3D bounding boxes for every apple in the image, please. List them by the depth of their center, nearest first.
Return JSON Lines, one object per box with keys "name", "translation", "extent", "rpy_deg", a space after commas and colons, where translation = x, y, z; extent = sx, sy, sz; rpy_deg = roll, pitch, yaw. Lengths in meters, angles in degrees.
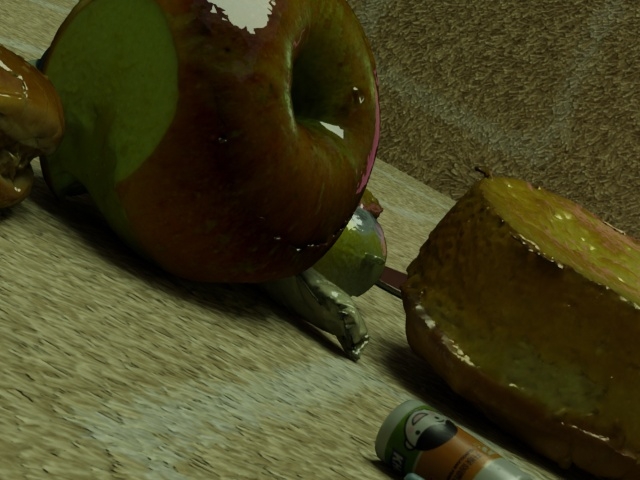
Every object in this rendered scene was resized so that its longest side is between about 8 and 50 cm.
{"name": "apple", "translation": [-0.132, -0.128, 1.656], "extent": [0.374, 0.384, 0.374], "rpy_deg": [14, -33, 9]}

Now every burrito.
{"name": "burrito", "translation": [-0.024, 0.052, 1.697], "extent": [0.063, 0.058, 0.229], "rpy_deg": [16, 15, -43]}

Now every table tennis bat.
{"name": "table tennis bat", "translation": [0.159, 0.082, 2.222], "extent": [0.246, 0.022, 0.138], "rpy_deg": [21, 11, -23]}

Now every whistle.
{"name": "whistle", "translation": [0.000, 0.000, 1.926], "extent": [0.123, 0.123, 0.223], "rpy_deg": [20, -3, -42]}

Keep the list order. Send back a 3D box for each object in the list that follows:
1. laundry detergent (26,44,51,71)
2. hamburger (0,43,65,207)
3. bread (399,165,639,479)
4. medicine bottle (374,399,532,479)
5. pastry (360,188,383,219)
{"name": "laundry detergent", "translation": [-0.269, -0.216, 2.054], "extent": [0.289, 0.094, 0.143], "rpy_deg": [-7, -38, 7]}
{"name": "hamburger", "translation": [-0.328, -0.123, 1.514], "extent": [0.156, 0.144, 0.283], "rpy_deg": [23, 7, -27]}
{"name": "bread", "translation": [0.278, 0.102, 1.736], "extent": [0.398, 0.215, 0.398], "rpy_deg": [26, 17, -9]}
{"name": "medicine bottle", "translation": [0.131, 0.211, 1.252], "extent": [0.220, 0.061, 0.092], "rpy_deg": [33, 34, 33]}
{"name": "pastry", "translation": [-0.009, -0.050, 2.183], "extent": [0.188, 0.103, 0.189], "rpy_deg": [28, 10, -5]}
